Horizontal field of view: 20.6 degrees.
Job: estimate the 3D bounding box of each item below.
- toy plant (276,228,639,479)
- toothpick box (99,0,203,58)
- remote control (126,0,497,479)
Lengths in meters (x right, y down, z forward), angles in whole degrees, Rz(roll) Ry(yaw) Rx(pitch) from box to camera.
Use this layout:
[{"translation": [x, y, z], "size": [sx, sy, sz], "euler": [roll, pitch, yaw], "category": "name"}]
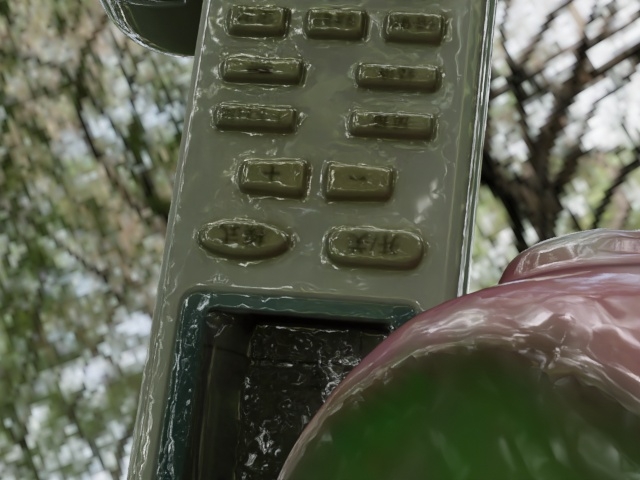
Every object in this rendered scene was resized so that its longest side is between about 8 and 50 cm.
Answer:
[{"translation": [0.173, 0.100, 0.486], "size": [0.356, 0.211, 0.317], "euler": [12, -34, -39], "category": "toy plant"}, {"translation": [-0.094, -0.284, 1.327], "size": [0.229, 0.229, 0.316], "euler": [-24, -45, -2], "category": "toothpick box"}, {"translation": [0.000, 0.000, 0.601], "size": [0.102, 0.277, 0.055], "euler": [4, -22, 9], "category": "remote control"}]
